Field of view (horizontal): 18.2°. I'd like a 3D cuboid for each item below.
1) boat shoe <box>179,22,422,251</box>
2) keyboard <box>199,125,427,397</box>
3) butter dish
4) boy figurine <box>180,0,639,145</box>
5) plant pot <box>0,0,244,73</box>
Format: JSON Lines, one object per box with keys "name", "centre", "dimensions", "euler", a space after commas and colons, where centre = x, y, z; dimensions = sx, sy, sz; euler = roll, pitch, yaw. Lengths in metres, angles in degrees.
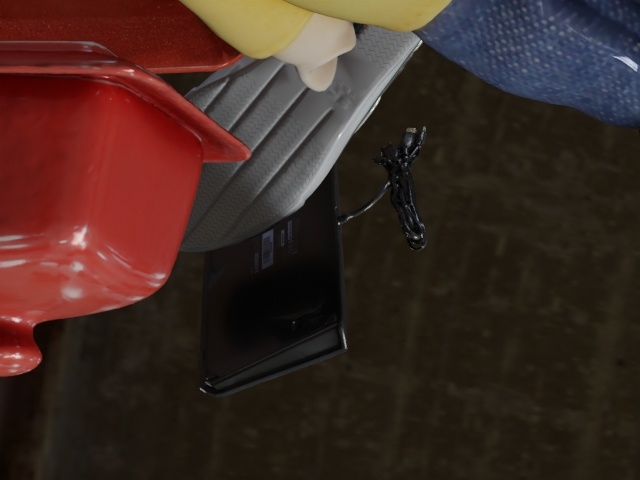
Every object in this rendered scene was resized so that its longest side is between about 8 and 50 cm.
{"name": "boat shoe", "centre": [-0.003, -0.114, 1.499], "dimensions": [0.335, 0.119, 0.121], "euler": [-42, -92, 26]}
{"name": "keyboard", "centre": [0.000, 0.000, 1.540], "dimensions": [0.201, 0.033, 0.317], "euler": [-26, -153, 13]}
{"name": "butter dish", "centre": [-0.121, -0.007, 0.767], "dimensions": [0.160, 0.160, 0.118], "euler": [1, -99, 14]}
{"name": "boy figurine", "centre": [0.013, -0.097, 0.496], "dimensions": [0.177, 0.285, 0.092], "euler": [-35, -139, 49]}
{"name": "plant pot", "centre": [-0.127, -0.273, 1.276], "dimensions": [0.267, 0.267, 0.236], "euler": [-40, -112, 40]}
